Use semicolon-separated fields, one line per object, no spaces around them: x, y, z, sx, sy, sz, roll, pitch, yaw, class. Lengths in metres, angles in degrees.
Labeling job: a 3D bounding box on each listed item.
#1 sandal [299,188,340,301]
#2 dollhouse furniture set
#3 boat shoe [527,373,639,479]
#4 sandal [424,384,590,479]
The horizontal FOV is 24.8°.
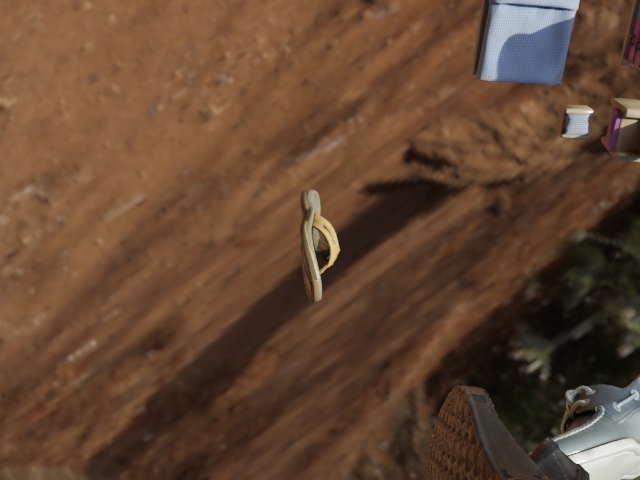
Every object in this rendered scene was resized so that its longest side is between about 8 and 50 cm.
0.000;0.000;1.835;0.049;0.180;0.072;-3;131;3;sandal
0.337;-0.234;1.939;0.303;0.198;0.286;4;114;-11;dollhouse furniture set
0.290;0.205;1.537;0.319;0.099;0.116;-8;144;-48;boat shoe
0.167;0.241;1.155;0.446;0.107;0.167;-127;-131;-76;sandal
